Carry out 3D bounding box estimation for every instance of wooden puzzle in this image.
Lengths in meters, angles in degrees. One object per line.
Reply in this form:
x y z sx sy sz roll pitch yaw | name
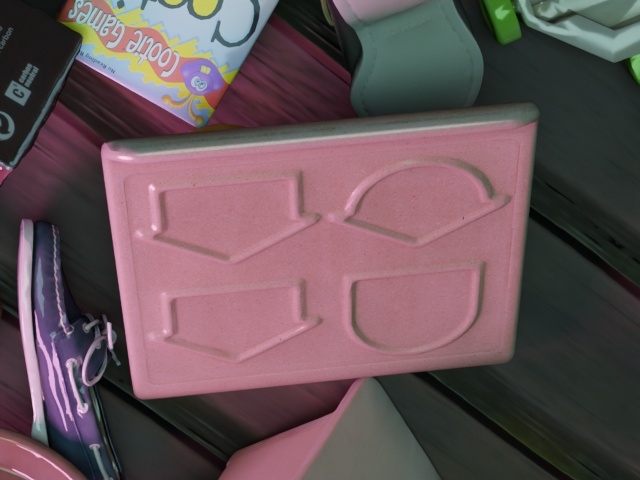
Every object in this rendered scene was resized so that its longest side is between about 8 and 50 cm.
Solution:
0.000 0.000 1.567 0.322 0.080 0.348 -5 144 -4 | wooden puzzle

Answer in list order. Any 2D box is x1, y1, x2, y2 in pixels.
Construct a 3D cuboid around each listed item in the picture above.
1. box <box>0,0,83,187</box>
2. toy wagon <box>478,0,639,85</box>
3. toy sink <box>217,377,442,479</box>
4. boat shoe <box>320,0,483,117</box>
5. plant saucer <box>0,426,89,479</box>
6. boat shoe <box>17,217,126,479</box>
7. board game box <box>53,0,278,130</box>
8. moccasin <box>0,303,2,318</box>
-0.388 -0.156 1.465 0.381 0.191 0.143 29 58 -11 | box
0.249 -0.250 1.611 0.267 0.068 0.344 -22 105 0 | toy wagon
-0.007 0.244 1.654 0.131 0.234 0.153 -24 106 30 | toy sink
0.057 -0.180 1.529 0.109 0.305 0.091 -17 63 3 | boat shoe
-0.290 0.282 1.572 0.278 0.041 0.278 4 69 -9 | plant saucer
-0.205 0.102 1.636 0.079 0.095 0.254 -5 105 -2 | boat shoe
-0.085 -0.246 1.543 0.144 0.142 0.275 29 99 -11 | board game box
-0.426 -0.001 1.571 0.380 0.139 0.147 28 58 -14 | moccasin
